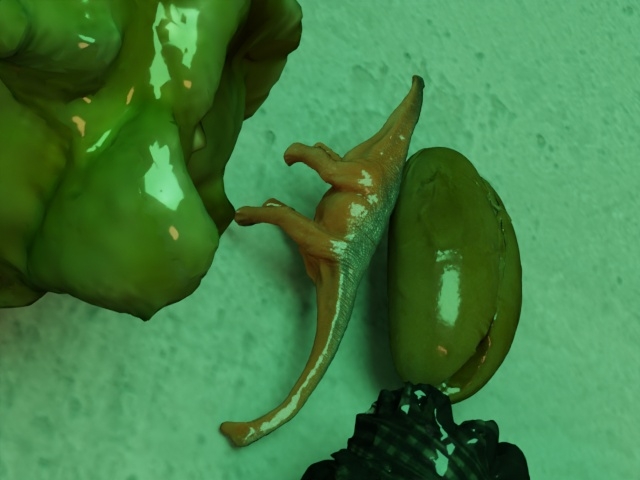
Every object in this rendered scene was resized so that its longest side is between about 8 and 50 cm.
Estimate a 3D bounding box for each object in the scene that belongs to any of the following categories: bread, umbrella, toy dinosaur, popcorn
[{"bbox_3d":[0.089,0.019,0.855,0.114,0.077,0.189,57,27,-45],"label":"bread"},{"bbox_3d":[0.020,0.225,0.651,0.128,0.154,0.336,8,45,20],"label":"umbrella"},{"bbox_3d":[-0.001,-0.003,0.822,0.101,0.055,0.279,25,72,23],"label":"toy dinosaur"},{"bbox_3d":[-0.154,-0.107,0.653,0.335,0.279,0.274,-42,116,-60],"label":"popcorn"}]
